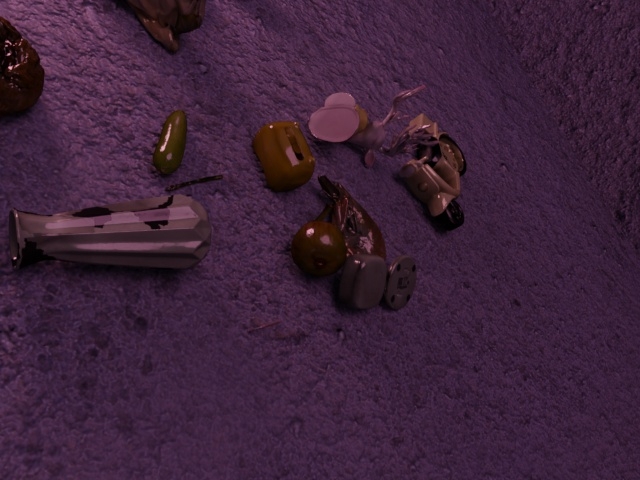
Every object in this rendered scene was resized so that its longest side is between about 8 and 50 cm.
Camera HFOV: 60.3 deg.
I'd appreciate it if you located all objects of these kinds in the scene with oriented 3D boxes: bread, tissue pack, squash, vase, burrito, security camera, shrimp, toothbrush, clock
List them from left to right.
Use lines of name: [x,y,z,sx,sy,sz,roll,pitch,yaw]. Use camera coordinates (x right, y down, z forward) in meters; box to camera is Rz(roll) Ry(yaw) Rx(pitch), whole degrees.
bread: [-0.666,-0.353,1.083,0.230,0.123,0.230,17,56,-28]
vase: [-0.406,-0.010,1.091,0.360,0.165,0.165,-3,69,-35]
burrito: [-0.437,-0.660,1.403,0.332,0.190,0.135,42,23,-18]
squash: [-0.351,-0.237,1.312,0.066,0.066,0.201,25,48,-26]
toothbrush: [-0.128,0.199,1.285,0.097,0.008,0.006,-11,88,-43]
tissue pack: [-0.094,-0.229,1.467,0.123,0.127,0.178,-14,75,-40]
shrimp: [0.075,-0.043,1.537,0.317,0.077,0.168,52,48,-8]
security camera: [0.162,0.111,1.504,0.301,0.080,0.157,4,96,-49]
clock: [0.385,-0.235,1.868,0.276,0.120,0.379,35,44,-24]

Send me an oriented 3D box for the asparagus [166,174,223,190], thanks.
asparagus: [-0.301,-0.141,1.331,0.166,0.013,0.016,-20,69,-44]

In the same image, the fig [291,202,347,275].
fig: [-0.012,0.002,1.413,0.142,0.148,0.186,0,27,-24]

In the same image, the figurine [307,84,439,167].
figurine: [0.172,-0.341,1.654,0.315,0.284,0.206,2,66,-50]
